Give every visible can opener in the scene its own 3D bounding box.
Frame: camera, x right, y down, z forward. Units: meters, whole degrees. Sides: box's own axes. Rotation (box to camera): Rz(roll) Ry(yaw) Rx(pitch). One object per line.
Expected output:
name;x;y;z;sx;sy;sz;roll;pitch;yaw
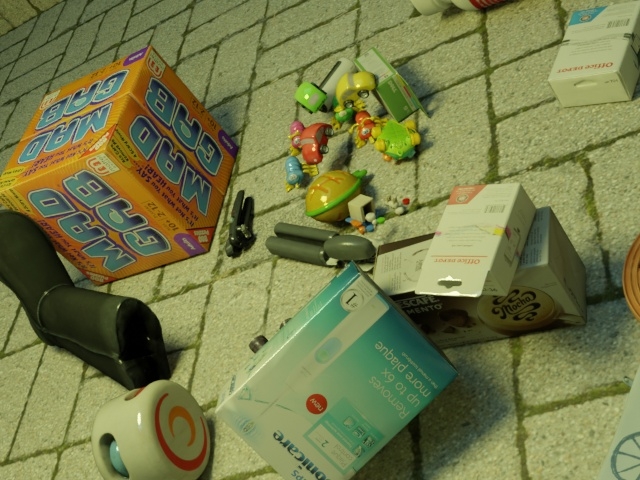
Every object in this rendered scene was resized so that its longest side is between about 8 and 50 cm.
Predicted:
can opener;-0.183;-0.048;1.952;0.073;0.059;0.186;-21;42;25
can opener;0.000;0.000;1.719;0.284;0.095;0.076;11;60;38

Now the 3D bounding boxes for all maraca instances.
maraca;0.033;-0.099;1.794;0.127;0.099;0.185;-20;17;30

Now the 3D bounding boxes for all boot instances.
boot;-0.523;0.118;1.838;0.146;0.366;0.445;-40;32;-26

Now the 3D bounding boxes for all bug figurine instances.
bug figurine;0.011;-0.234;1.960;0.279;0.072;0.216;-32;38;12

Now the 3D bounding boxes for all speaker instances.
speaker;0.031;-0.373;2.093;0.055;0.055;0.136;16;65;48

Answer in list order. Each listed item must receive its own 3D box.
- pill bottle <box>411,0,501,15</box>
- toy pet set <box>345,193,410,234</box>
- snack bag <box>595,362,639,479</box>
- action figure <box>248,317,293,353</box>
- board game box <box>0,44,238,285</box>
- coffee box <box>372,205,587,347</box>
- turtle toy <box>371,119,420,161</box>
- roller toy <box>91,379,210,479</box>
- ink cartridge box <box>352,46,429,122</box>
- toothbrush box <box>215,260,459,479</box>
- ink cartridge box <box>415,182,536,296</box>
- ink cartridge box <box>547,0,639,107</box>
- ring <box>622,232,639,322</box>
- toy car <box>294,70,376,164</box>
pill bottle;0.391;-0.644;1.911;0.408;0.229;0.229;-14;45;31
toy pet set;0.102;-0.038;1.697;0.122;0.065;0.114;-35;38;-31
snack bag;0.537;0.222;1.097;0.323;0.037;0.342;4;53;42
action figure;-0.001;0.255;1.476;0.185;0.099;0.285;-36;52;-5
board game box;-0.470;-0.169;2.070;0.357;0.356;0.356;-17;43;28
coffee box;0.250;0.068;1.384;0.297;0.168;0.118;-14;46;30
turtle toy;0.156;-0.210;1.816;0.095;0.066;0.130;-10;39;1
roller toy;-0.305;0.355;1.554;0.146;0.191;0.209;-24;41;22
ink cartridge box;0.151;-0.331;1.904;0.062;0.109;0.209;-35;38;4
toothbrush box;0.021;0.212;1.308;0.295;0.216;0.126;-43;7;4
ink cartridge box;0.226;0.014;1.266;0.115;0.067;0.198;0;53;41
ink cartridge box;0.525;-0.348;1.626;0.140;0.082;0.190;1;55;41
ring;0.593;0.035;1.207;0.337;0.032;0.336;-21;35;16
toy car;-0.005;-0.300;1.912;0.239;0.053;0.225;-53;38;6
